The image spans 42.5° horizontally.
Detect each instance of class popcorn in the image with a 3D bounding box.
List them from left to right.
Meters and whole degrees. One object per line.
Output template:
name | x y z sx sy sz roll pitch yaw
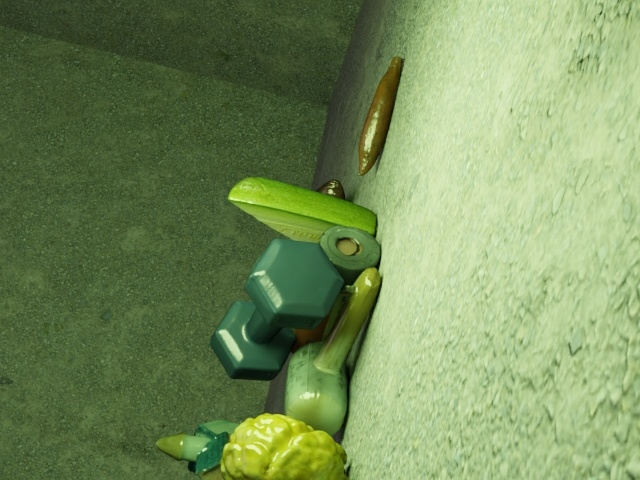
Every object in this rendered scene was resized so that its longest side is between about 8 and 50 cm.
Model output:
popcorn | -0.054 0.363 1.193 0.226 0.200 0.203 106 -179 -55

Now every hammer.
hammer | 0.030 0.178 1.403 0.202 0.113 0.305 -93 25 -65

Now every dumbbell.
dumbbell | -0.083 0.127 1.422 0.156 0.143 0.316 -61 4 -37

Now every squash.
squash | -0.040 -0.045 1.620 0.203 0.288 0.111 113 168 -62

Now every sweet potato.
sweet potato | 0.124 -0.262 1.735 0.057 0.057 0.264 -125 52 -84

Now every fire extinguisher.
fire extinguisher | 0.033 0.129 1.569 0.200 0.113 0.376 -24 -33 -38

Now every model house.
model house | -0.213 0.512 1.822 0.267 0.325 0.194 -111 36 -74

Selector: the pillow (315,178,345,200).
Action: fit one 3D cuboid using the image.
pillow | 0.000 0.000 2.157 0.305 0.108 0.308 180 102 -87
